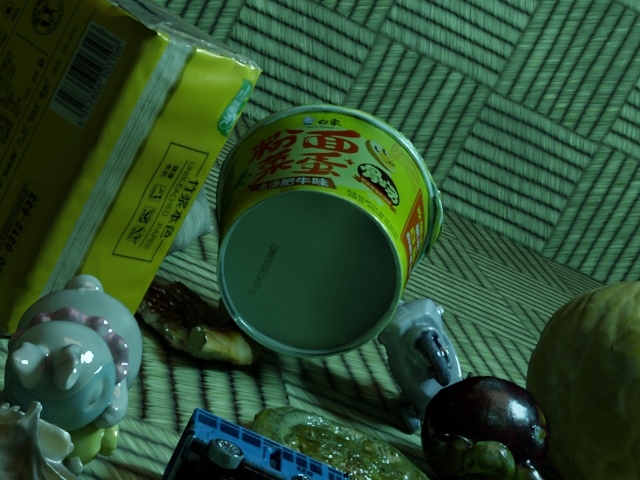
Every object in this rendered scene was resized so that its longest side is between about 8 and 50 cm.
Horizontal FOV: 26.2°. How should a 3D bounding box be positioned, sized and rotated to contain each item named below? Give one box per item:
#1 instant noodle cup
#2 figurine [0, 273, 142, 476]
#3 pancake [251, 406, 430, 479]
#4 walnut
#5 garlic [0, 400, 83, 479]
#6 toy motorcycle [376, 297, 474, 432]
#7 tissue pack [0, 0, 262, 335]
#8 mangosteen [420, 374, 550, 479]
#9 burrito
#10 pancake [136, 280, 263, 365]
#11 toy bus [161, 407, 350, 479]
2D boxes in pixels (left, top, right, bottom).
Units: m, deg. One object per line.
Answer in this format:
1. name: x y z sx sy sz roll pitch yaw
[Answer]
1. instant noodle cup: 0.000 0.000 1.773 0.311 0.311 0.221 26 25 -7
2. figurine: -0.236 0.132 1.254 0.127 0.155 0.235 17 12 -3
3. pancake: 0.031 0.260 1.559 0.254 0.037 0.253 27 13 -7
4. walnut: 0.439 0.221 1.939 0.333 0.333 0.333 26 13 -6
5. garlic: -0.237 0.197 1.088 0.174 0.124 0.099 31 -20 -17
6. toy motorcycle: 0.132 0.152 1.839 0.260 0.110 0.171 78 -14 -67
7. tissue pack: -0.293 -0.110 1.585 0.293 0.382 0.228 35 12 32
8. mangosteen: 0.208 0.257 1.699 0.172 0.172 0.184 14 45 -46
9. burrito: -0.247 -0.041 2.036 0.143 0.105 0.299 33 11 5
10. pancake: -0.142 0.101 1.787 0.212 0.056 0.257 17 16 -41
11. toy bus: -0.058 0.242 1.328 0.185 0.090 0.106 26 11 -7
